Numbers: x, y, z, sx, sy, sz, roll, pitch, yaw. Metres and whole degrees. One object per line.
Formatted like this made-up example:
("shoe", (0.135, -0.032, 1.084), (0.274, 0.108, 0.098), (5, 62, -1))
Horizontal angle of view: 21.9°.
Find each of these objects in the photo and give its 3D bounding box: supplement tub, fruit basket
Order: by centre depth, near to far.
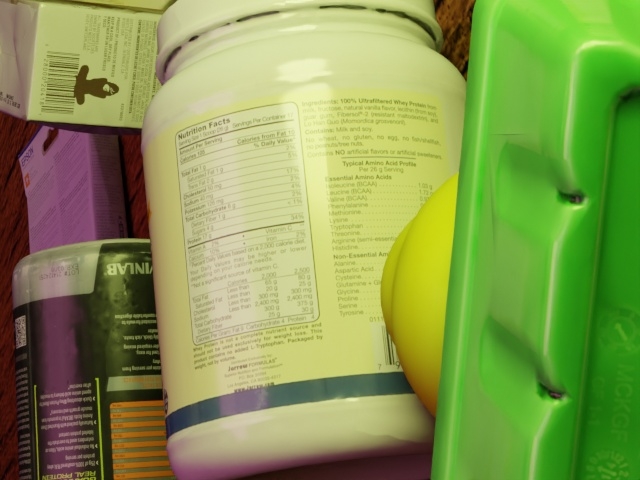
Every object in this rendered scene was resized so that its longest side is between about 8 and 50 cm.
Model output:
("fruit basket", (0.165, 0.048, 0.831), (0.392, 0.282, 0.392), (5, -90, -85))
("supplement tub", (0.000, 0.000, 1.126), (0.235, 0.235, 0.325), (-31, 62, 58))
("supplement tub", (-0.180, 0.167, 1.504), (0.193, 0.193, 0.316), (-21, 69, 60))

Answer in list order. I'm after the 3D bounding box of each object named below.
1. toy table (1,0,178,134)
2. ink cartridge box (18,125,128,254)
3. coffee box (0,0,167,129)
("toy table", (-0.222, -0.204, 1.576), (0.274, 0.252, 0.161), (69, -158, -80))
("ink cartridge box", (-0.278, -0.039, 1.857), (0.223, 0.045, 0.224), (-39, 54, 55))
("coffee box", (-0.145, -0.146, 1.393), (0.141, 0.246, 0.098), (23, 108, 60))
